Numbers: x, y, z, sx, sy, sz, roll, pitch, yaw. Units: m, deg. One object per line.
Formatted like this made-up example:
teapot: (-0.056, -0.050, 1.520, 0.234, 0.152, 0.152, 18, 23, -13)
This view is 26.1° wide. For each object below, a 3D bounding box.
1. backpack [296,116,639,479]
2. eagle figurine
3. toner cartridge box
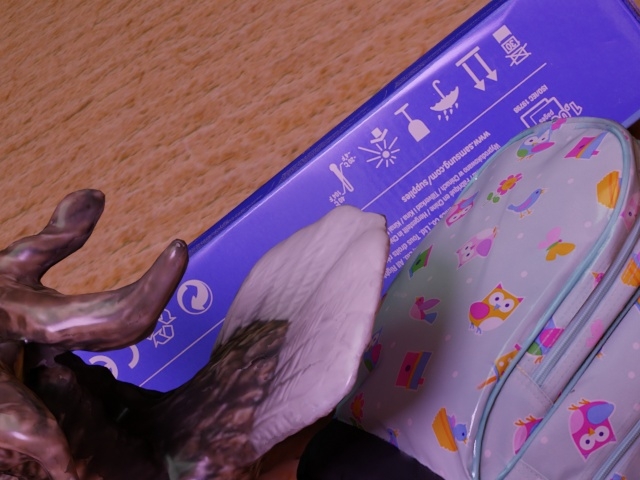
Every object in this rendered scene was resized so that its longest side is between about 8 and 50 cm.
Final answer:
backpack: (0.082, 0.047, 0.505, 0.182, 0.115, 0.152, -52, 30, -11)
eagle figurine: (-0.077, 0.133, 0.478, 0.225, 0.298, 0.226, 5, 37, 36)
toner cartridge box: (0.000, 0.000, 0.653, 0.348, 0.075, 0.165, -38, 4, 11)
